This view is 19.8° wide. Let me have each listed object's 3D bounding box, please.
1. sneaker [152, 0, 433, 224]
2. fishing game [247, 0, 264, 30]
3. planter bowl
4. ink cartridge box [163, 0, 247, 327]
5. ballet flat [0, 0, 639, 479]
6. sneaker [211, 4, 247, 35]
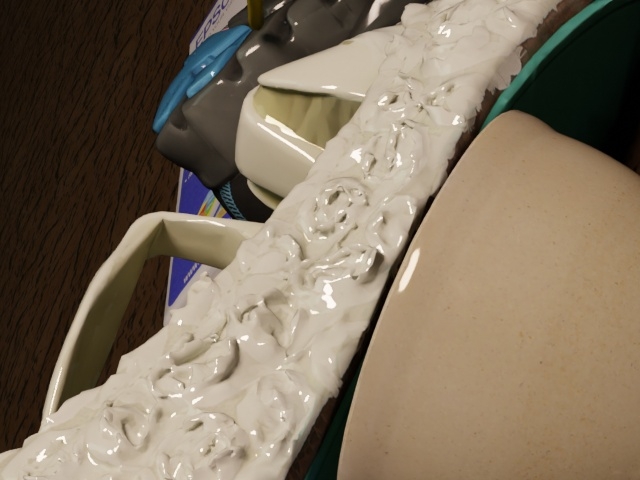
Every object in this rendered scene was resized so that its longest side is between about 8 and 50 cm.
[{"bbox_3d":[0.081,-0.123,0.894,0.341,0.139,0.125,-40,17,12],"label":"sneaker"},{"bbox_3d":[0.033,-0.217,0.804,0.264,0.041,0.189,-56,-6,-7],"label":"fishing game"},{"bbox_3d":[0.089,0.049,0.636,0.162,0.109,0.162,-54,-23,-36],"label":"planter bowl"},{"bbox_3d":[0.006,-0.130,1.144,0.303,0.072,0.307,-52,22,35],"label":"ink cartridge box"},{"bbox_3d":[0.000,0.000,0.713,0.147,0.147,0.409,-38,12,51],"label":"ballet flat"},{"bbox_3d":[-0.028,-0.131,1.088,0.119,0.047,0.057,-45,7,42],"label":"sneaker"}]
